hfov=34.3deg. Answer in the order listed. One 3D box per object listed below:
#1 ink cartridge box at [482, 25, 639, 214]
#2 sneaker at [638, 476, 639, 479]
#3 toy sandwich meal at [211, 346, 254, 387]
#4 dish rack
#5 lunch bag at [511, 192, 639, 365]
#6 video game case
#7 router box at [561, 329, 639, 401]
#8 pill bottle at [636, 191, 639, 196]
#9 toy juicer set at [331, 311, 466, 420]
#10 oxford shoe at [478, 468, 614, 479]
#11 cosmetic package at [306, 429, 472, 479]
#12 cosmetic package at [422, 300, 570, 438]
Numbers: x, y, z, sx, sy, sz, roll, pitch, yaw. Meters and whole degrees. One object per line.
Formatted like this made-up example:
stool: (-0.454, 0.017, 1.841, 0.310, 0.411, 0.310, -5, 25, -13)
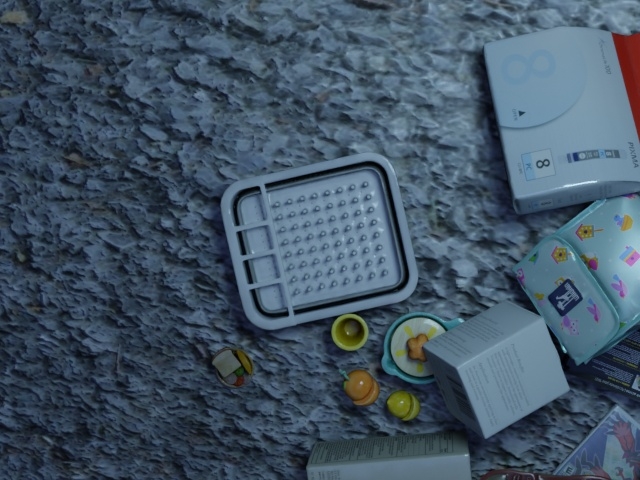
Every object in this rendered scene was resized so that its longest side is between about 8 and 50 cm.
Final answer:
ink cartridge box: (0.494, -0.232, 1.777, 0.384, 0.091, 0.308, -12, 67, 12)
sneaker: (0.659, 0.345, 1.848, 0.126, 0.127, 0.321, 17, 115, 8)
toy sandwich meal: (-0.168, 0.244, 1.989, 0.085, 0.029, 0.086, 1, 94, 7)
dish rack: (0.000, 0.000, 1.930, 0.332, 0.072, 0.286, -12, 92, 7)
lunch bag: (0.495, 0.064, 1.816, 0.262, 0.160, 0.223, -35, 71, 8)
video game case: (0.565, 0.436, 1.924, 0.201, 0.023, 0.183, 41, 97, 2)
router box: (0.549, 0.209, 1.896, 0.178, 0.046, 0.133, 22, 97, 5)
pill bottle: (0.620, -0.057, 1.858, 0.065, 0.065, 0.116, -44, 88, 8)
toy juicer set: (0.188, 0.234, 1.918, 0.328, 0.089, 0.209, -2, 94, 6)
oxford shoe: (0.458, 0.481, 1.888, 0.348, 0.130, 0.123, 13, 80, 11)
cosmetic package: (0.132, 0.442, 1.911, 0.296, 0.153, 0.129, -6, 95, 8)
cosmetic package: (0.309, 0.224, 1.833, 0.183, 0.151, 0.151, -26, 106, -13)
